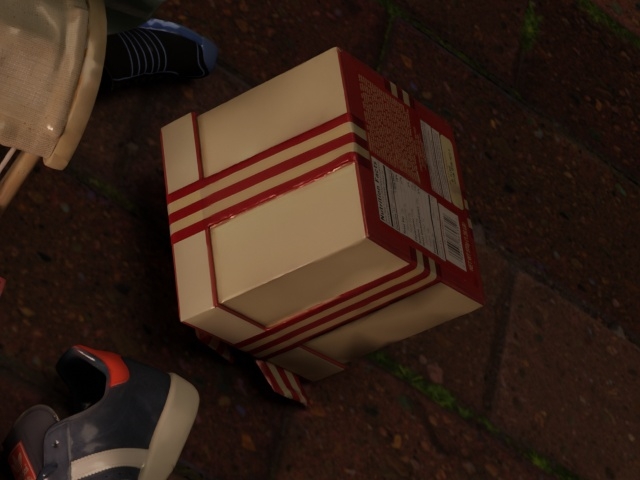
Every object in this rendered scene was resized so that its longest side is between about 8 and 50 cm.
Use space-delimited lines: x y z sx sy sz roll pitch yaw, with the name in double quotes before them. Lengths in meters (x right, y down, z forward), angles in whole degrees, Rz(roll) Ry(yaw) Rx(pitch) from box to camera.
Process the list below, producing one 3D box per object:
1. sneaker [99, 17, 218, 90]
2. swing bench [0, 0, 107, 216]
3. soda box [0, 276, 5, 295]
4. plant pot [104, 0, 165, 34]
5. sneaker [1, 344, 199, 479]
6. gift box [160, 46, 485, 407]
"sneaker" -0.206 -0.192 2.081 0.232 0.081 0.090 17 78 -41
"swing bench" -0.360 -0.135 1.770 0.253 0.254 0.165 18 53 -32
"soda box" -0.361 0.130 1.724 0.092 0.083 0.263 31 48 -22
"plant pot" -0.236 -0.390 1.845 0.341 0.341 0.334 22 62 -30
"sneaker" -0.225 0.237 1.753 0.148 0.131 0.350 29 42 -14
"gift box" 0.000 0.000 2.004 0.276 0.258 0.255 36 40 -46
